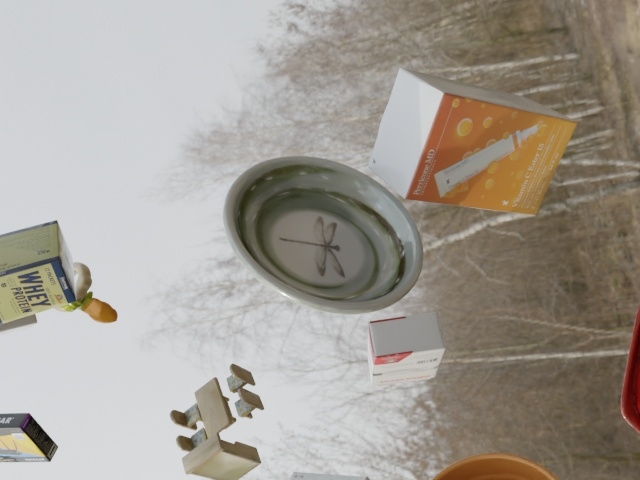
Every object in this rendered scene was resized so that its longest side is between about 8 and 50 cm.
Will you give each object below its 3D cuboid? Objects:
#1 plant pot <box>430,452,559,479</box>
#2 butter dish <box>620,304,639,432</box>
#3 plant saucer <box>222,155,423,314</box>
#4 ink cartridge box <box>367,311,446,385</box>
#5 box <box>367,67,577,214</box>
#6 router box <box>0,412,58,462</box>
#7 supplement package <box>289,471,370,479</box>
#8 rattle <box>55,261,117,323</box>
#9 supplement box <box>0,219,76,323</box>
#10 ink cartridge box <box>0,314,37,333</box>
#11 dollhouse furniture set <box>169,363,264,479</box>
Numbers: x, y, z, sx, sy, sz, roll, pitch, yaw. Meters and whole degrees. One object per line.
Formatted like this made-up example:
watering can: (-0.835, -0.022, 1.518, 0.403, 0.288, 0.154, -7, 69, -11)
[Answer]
plant pot: (0.320, 0.556, 1.115, 0.291, 0.291, 0.203, -76, -34, -50)
butter dish: (0.431, 0.162, 0.708, 0.160, 0.118, 0.160, 39, -123, -16)
plant saucer: (0.000, 0.000, 1.252, 0.400, 0.401, 0.100, -79, 10, -46)
ink cartridge box: (0.118, 0.157, 0.908, 0.135, 0.099, 0.056, 85, 176, -62)
box: (0.305, -0.194, 1.292, 0.168, 0.345, 0.215, 52, 131, 53)
router box: (-0.717, 0.455, 1.465, 0.046, 0.179, 0.133, -75, -27, -50)
supplement package: (0.016, 0.593, 1.263, 0.149, 0.194, 0.203, 56, -138, -27)
rattle: (-0.592, 0.112, 1.573, 0.143, 0.200, 0.130, 13, -83, -42)
supplement box: (-0.309, 0.032, 0.671, 0.083, 0.083, 0.056, -125, 22, -51)
ink cartridge box: (-0.658, 0.109, 1.161, 0.219, 0.093, 0.160, -12, -97, -42)
dollhouse furniture set: (-0.262, 0.442, 1.539, 0.161, 0.212, 0.242, 41, -165, -48)
